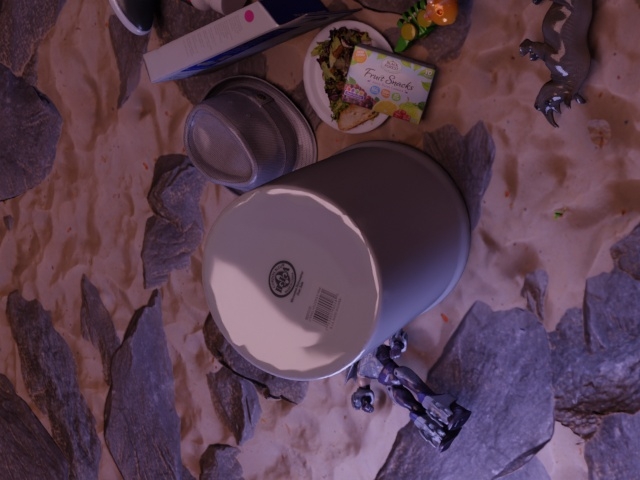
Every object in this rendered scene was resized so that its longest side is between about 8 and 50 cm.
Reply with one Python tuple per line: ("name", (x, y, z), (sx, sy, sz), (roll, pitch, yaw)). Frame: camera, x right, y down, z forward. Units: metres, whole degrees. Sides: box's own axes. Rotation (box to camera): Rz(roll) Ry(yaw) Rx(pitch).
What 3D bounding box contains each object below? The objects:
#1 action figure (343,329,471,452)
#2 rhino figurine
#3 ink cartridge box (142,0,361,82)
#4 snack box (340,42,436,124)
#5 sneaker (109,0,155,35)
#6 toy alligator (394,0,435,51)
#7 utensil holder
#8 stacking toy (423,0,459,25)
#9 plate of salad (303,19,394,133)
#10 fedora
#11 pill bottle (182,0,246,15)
("action figure", (0.141, 0.257, 1.890), (0.285, 0.099, 0.185), (38, 127, 23))
("rhino figurine", (0.364, -0.291, 1.584), (0.106, 0.073, 0.243), (10, 111, 35))
("ink cartridge box", (-0.125, -0.366, 1.829), (0.371, 0.176, 0.069), (-12, 96, 36))
("snack box", (0.115, -0.267, 1.755), (0.141, 0.037, 0.100), (18, 113, 7))
("sneaker", (-0.334, -0.544, 1.960), (0.147, 0.105, 0.295), (-1, 100, 40))
("toy alligator", (0.182, -0.378, 1.690), (0.190, 0.056, 0.051), (-35, 83, 36))
("utensil holder", (0.031, 0.022, 1.687), (0.328, 0.385, 0.327), (7, 105, 25))
("stacking toy", (0.133, -0.471, 1.632), (0.175, 0.166, 0.301), (-33, 87, 28))
("plate of salad", (0.047, -0.285, 1.817), (0.200, 0.048, 0.199), (11, 110, 32))
("fedora", (-0.153, -0.177, 1.939), (0.275, 0.124, 0.243), (45, 125, 15))
("pill bottle", (-0.224, -0.485, 1.903), (0.180, 0.108, 0.108), (31, 119, 23))
